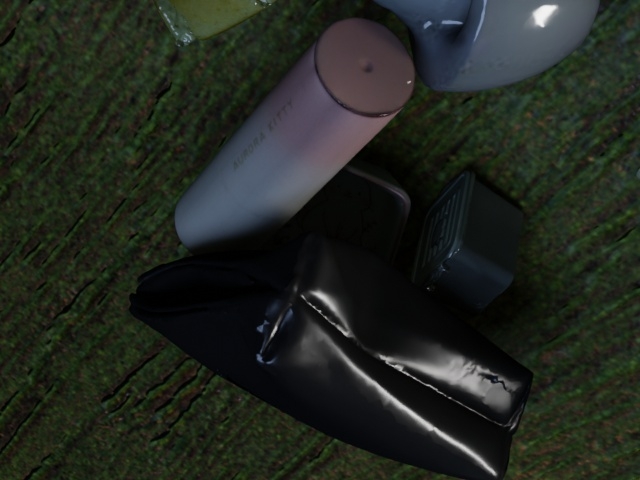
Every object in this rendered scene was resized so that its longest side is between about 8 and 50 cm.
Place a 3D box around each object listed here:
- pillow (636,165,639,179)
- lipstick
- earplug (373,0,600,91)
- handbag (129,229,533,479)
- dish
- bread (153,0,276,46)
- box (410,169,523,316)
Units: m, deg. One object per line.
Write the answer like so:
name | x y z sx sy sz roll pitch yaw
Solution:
pillow | 0.430 -0.088 1.390 0.274 0.076 0.281 27 131 5
lipstick | -0.030 -0.074 1.458 0.087 0.087 0.327 38 148 -6
earplug | 0.087 -0.262 1.352 0.175 0.214 0.325 -38 107 -2
handbag | -0.002 0.100 1.561 0.342 0.152 0.288 34 159 -35
dish | 0.000 0.000 1.659 0.154 0.064 0.234 23 130 7
bread | -0.070 -0.224 1.483 0.156 0.117 0.064 -21 113 35
box | 0.134 0.005 1.571 0.069 0.122 0.084 28 134 -13
